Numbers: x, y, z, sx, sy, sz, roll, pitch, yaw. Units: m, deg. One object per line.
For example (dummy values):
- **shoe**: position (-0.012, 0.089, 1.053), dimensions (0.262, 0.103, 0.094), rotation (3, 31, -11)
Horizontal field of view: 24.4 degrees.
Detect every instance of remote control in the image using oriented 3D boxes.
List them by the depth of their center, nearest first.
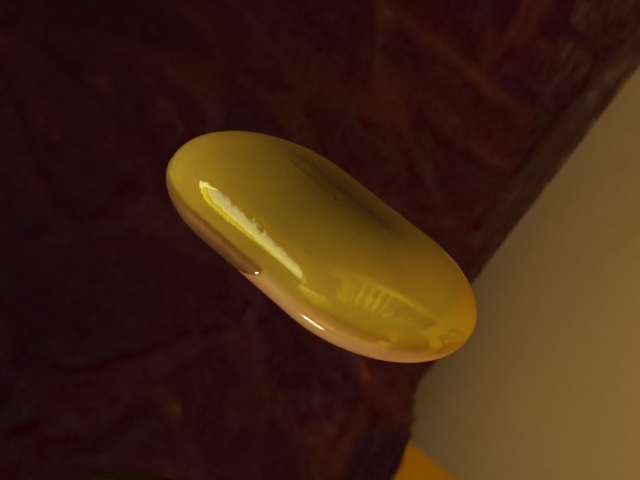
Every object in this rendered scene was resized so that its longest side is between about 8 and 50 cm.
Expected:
- **remote control**: position (0.000, 0.000, 1.354), dimensions (0.332, 0.221, 0.103), rotation (41, -64, 29)

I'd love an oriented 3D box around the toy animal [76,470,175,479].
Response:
- **toy animal**: position (-0.076, 0.143, 0.388), dimensions (0.168, 0.343, 0.106), rotation (31, -82, 16)
